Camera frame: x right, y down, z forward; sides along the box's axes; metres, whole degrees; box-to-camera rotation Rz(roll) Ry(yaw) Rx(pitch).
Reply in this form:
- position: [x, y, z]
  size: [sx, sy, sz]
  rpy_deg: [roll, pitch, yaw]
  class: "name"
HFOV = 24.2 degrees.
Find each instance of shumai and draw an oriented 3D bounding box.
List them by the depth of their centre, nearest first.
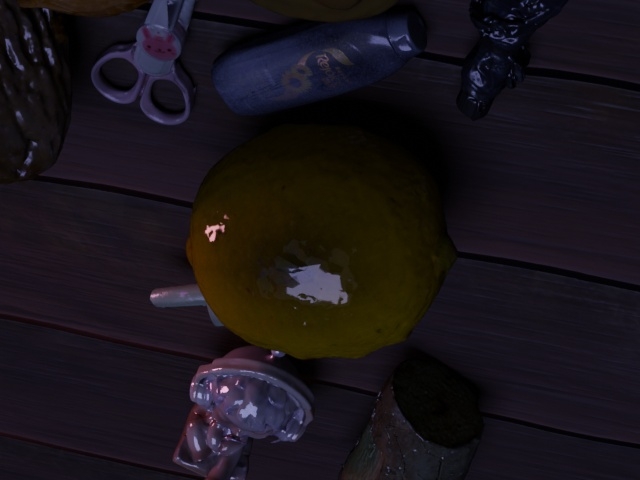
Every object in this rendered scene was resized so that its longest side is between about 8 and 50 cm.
- position: [-0.421, -0.215, 1.629]
  size: [0.346, 0.217, 0.283]
  rpy_deg: [53, 161, -18]
  class: "shumai"

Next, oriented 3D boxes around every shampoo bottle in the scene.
- position: [-0.001, -0.186, 1.535]
  size: [0.234, 0.049, 0.087]
  rpy_deg: [-12, 131, 31]
  class: "shampoo bottle"

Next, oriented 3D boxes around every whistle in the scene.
- position: [-0.082, 0.058, 1.783]
  size: [0.253, 0.105, 0.101]
  rpy_deg: [-6, 149, 20]
  class: "whistle"

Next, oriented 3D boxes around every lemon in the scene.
- position: [-0.002, 0.000, 1.583]
  size: [0.284, 0.260, 0.260]
  rpy_deg: [-18, 125, 37]
  class: "lemon"

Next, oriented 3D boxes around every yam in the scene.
- position: [0.117, 0.272, 1.901]
  size: [0.154, 0.154, 0.254]
  rpy_deg: [22, 134, -1]
  class: "yam"

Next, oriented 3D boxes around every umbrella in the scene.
- position: [0.174, -0.198, 1.444]
  size: [0.080, 0.071, 0.224]
  rpy_deg: [44, 146, 16]
  class: "umbrella"

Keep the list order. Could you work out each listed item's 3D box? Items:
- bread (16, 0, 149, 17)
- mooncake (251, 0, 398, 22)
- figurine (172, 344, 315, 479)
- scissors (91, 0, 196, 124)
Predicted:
- position: [-0.199, -0.312, 1.428]
  size: [0.139, 0.143, 0.229]
  rpy_deg: [18, 144, -11]
  class: "bread"
- position: [-0.023, -0.307, 1.373]
  size: [0.235, 0.117, 0.235]
  rpy_deg: [9, 138, 8]
  class: "mooncake"
- position: [-0.099, 0.220, 1.927]
  size: [0.162, 0.141, 0.237]
  rpy_deg: [27, 138, -14]
  class: "figurine"
- position: [-0.170, -0.216, 1.585]
  size: [0.118, 0.030, 0.242]
  rpy_deg: [24, 142, -4]
  class: "scissors"
